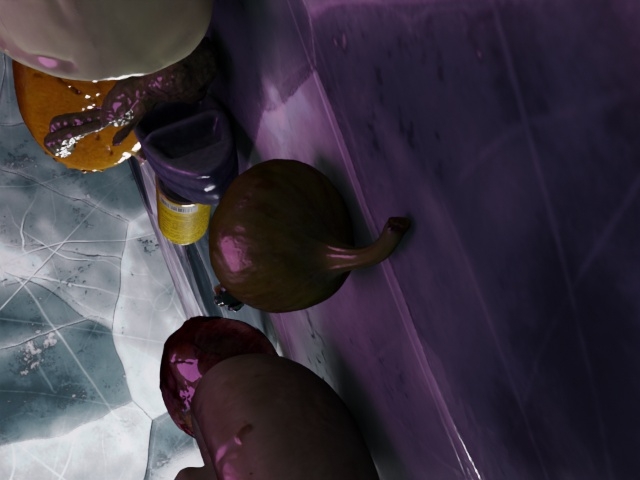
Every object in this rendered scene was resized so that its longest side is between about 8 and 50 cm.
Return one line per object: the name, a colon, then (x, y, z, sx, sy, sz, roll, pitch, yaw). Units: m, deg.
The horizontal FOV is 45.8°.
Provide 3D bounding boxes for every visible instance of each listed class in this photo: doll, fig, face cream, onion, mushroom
doll: (-0.257, -0.181, 1.007, 0.091, 0.286, 0.202, 53, -172, -27)
fig: (0.000, 0.000, 0.678, 0.245, 0.149, 0.149, 7, 118, 51)
face cream: (-0.261, -0.065, 1.451, 0.348, 0.105, 0.105, 125, 124, -72)
onion: (-0.163, 0.241, 1.334, 0.252, 0.219, 0.252, 11, 119, 20)
mushroom: (-0.080, 0.328, 0.956, 0.362, 0.295, 0.362, 160, 90, -77)

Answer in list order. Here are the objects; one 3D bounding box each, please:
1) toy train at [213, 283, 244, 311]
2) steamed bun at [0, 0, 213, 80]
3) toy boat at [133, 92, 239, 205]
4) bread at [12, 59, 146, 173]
toy train: (-0.103, 0.064, 1.073, 0.064, 0.103, 0.044, -139, 31, -69)
steamed bun: (-0.281, -0.383, 0.756, 0.456, 0.290, 0.371, 38, 151, 28)
toy boat: (-0.185, -0.138, 1.049, 0.283, 0.127, 0.078, -128, 21, -49)
bread: (-0.360, -0.266, 1.205, 0.388, 0.236, 0.183, 108, 180, -48)
